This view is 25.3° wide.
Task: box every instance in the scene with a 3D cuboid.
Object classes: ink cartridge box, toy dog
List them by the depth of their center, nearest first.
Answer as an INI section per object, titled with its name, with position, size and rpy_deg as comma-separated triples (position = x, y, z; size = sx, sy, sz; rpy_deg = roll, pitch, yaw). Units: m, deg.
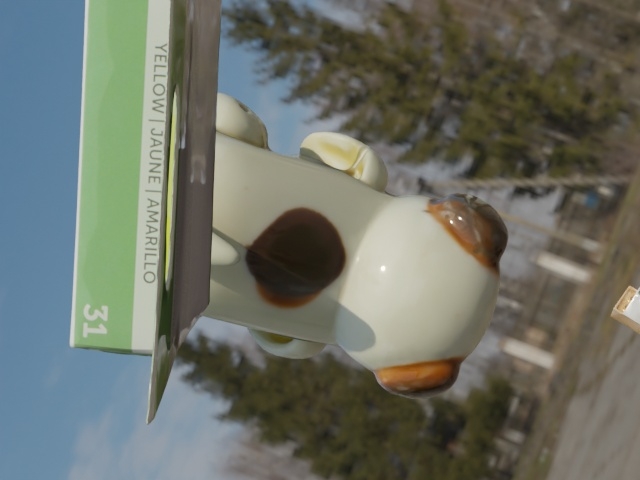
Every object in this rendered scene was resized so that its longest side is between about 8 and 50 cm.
[ink cartridge box]
position = -0.078, -0.033, 0.611
size = 0.235, 0.056, 0.171
rpy_deg = -75, -11, -81
[toy dog]
position = 0.000, 0.000, 1.543
size = 0.395, 0.407, 0.285
rpy_deg = 157, 133, -83

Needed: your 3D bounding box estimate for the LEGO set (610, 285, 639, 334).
[LEGO set]
position = 0.471, 0.117, 1.590
size = 0.107, 0.286, 0.132
rpy_deg = 9, -99, -73
